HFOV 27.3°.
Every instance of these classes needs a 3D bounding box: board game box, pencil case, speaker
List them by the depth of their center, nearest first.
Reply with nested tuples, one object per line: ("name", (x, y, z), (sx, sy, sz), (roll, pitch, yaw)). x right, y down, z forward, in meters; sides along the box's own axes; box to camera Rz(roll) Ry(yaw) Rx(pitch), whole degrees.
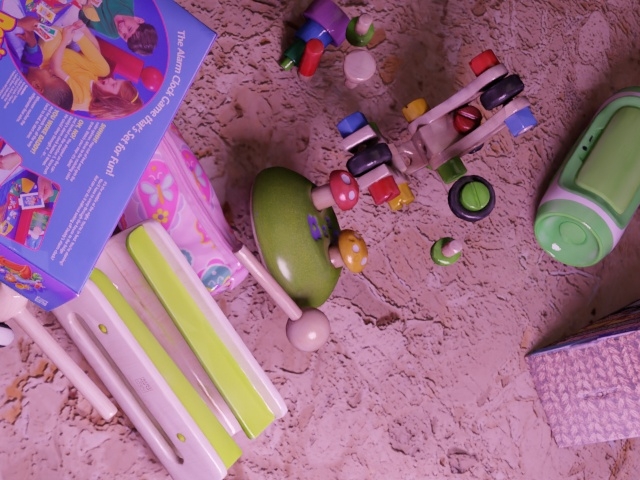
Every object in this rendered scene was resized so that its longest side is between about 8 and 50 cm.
("board game box", (-0.275, -0.138, 1.310), (0.233, 0.078, 0.347), (37, 58, -21))
("pencil case", (-0.187, -0.061, 1.515), (0.124, 0.124, 0.284), (-34, 98, -37))
("board game box", (0.481, 0.163, 1.851), (0.291, 0.232, 0.141), (-20, 89, -37))
("speaker", (0.426, -0.098, 1.955), (0.131, 0.131, 0.296), (47, 56, -15))

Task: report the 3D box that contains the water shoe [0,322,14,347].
("water shoe", (-0.417, 0.108, 1.349), (0.203, 0.073, 0.080), (7, 100, -35))

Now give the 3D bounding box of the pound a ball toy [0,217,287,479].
("pound a ball toy", (-0.215, 0.131, 1.425), (0.208, 0.136, 0.319), (-43, 103, -39))

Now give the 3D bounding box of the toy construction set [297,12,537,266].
("toy construction set", (0.102, -0.144, 1.718), (0.309, 0.237, 0.257), (37, 78, 0))

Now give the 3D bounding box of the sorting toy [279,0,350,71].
("sorting toy", (-0.122, -0.354, 1.679), (0.126, 0.127, 0.365), (-47, 110, -4))

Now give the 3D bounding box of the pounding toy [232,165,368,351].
("pounding toy", (0.000, 0.000, 1.572), (0.183, 0.110, 0.237), (61, 23, -27))
